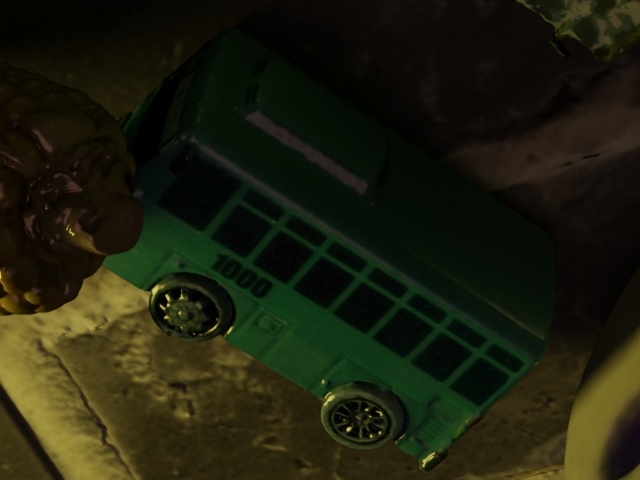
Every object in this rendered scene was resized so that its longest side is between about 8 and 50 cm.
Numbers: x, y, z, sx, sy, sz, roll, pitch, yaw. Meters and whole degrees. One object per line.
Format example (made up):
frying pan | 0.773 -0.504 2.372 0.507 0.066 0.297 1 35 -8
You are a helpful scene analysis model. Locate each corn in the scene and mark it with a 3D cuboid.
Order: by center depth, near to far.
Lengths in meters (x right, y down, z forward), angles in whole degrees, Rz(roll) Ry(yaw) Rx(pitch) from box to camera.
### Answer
corn | -0.229 -0.048 1.042 0.347 0.130 0.130 17 134 37

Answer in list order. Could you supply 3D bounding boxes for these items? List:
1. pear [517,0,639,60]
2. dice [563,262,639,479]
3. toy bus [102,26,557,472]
pear | 0.076 -0.256 0.894 0.288 0.139 0.239 30 111 -6
dice | 0.289 0.097 1.028 0.243 0.251 0.259 32 126 -11
toy bus | 0.000 0.000 1.093 0.256 0.128 0.147 33 126 -14
